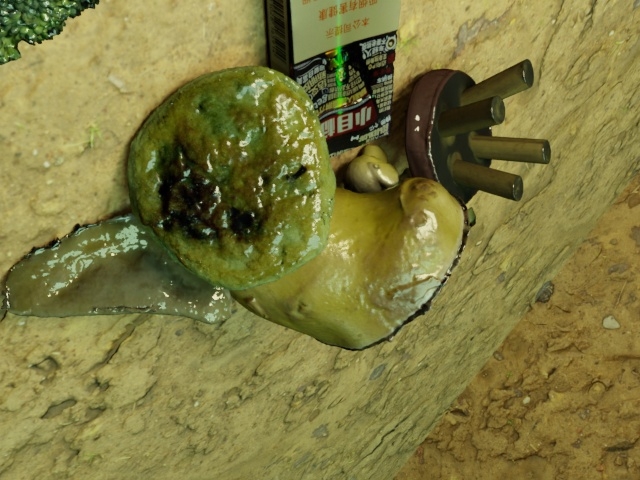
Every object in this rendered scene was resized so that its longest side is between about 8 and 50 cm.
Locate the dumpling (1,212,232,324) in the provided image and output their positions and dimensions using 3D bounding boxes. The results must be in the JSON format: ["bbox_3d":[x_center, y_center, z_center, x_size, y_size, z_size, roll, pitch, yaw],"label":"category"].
[{"bbox_3d":[-0.304,0.045,0.889,0.332,0.086,0.166,6,80,-19],"label":"dumpling"}]

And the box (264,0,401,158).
[{"bbox_3d":[0.019,-0.281,0.882,0.198,0.084,0.310,-26,140,-23],"label":"box"}]

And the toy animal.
[{"bbox_3d":[0.120,-0.090,1.144,0.168,0.121,0.233,-10,144,-14],"label":"toy animal"}]

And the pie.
[{"bbox_3d":[-0.128,-0.084,0.811,0.323,0.323,0.070,-46,-174,3],"label":"pie"}]

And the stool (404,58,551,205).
[{"bbox_3d":[0.296,-0.196,1.057,0.272,0.178,0.272,-2,93,-47],"label":"stool"}]

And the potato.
[{"bbox_3d":[0.000,0.000,0.939,0.397,0.290,0.296,-28,131,36],"label":"potato"}]

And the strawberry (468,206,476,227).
[{"bbox_3d":[0.200,0.025,1.310,0.306,0.138,0.233,-47,176,38],"label":"strawberry"}]

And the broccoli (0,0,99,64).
[{"bbox_3d":[-0.289,-0.286,0.513,0.197,0.176,0.226,1,137,-22],"label":"broccoli"}]
